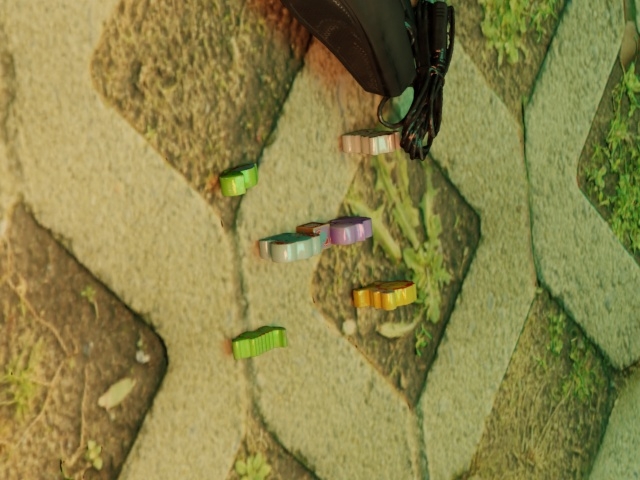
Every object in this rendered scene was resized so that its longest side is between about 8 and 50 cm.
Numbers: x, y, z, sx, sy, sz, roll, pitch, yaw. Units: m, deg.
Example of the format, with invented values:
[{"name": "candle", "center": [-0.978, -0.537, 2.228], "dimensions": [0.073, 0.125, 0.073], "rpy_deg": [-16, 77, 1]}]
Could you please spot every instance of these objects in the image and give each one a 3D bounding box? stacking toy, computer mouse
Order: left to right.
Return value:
[{"name": "stacking toy", "center": [0.000, 0.000, 1.468], "dimensions": [0.221, 0.052, 0.167], "rpy_deg": [-19, 108, -44]}, {"name": "computer mouse", "center": [0.048, -0.215, 1.451], "dimensions": [0.272, 0.072, 0.188], "rpy_deg": [40, 46, -39]}]
